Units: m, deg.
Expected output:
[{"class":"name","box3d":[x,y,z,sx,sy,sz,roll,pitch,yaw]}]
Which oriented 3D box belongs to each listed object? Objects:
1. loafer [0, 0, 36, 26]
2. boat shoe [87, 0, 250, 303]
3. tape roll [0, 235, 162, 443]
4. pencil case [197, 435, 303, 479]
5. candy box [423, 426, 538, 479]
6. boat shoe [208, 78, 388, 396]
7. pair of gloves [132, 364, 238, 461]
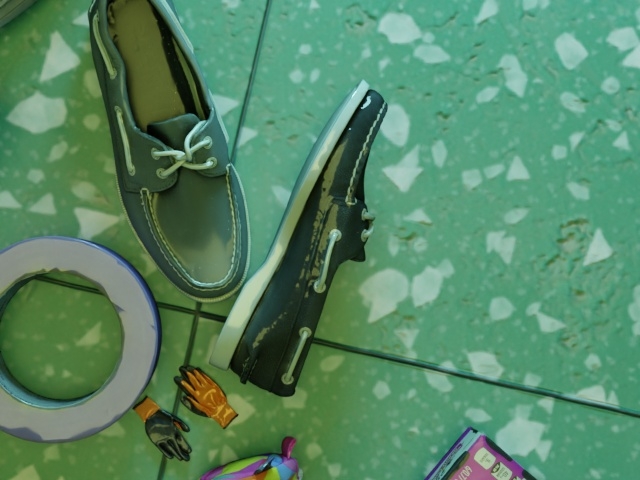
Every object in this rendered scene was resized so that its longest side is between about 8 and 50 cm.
[{"class":"loafer","box3d":[-0.255,-0.330,1.332,0.112,0.111,0.319,33,88,-2]},{"class":"boat shoe","box3d":[-0.144,-0.094,1.341,0.116,0.099,0.320,-16,90,-3]},{"class":"tape roll","box3d":[-0.243,0.090,1.344,0.188,0.080,0.189,0,90,-2]},{"class":"pencil case","box3d":[-0.038,0.310,1.345,0.104,0.104,0.236,-15,91,-3]},{"class":"candy box","box3d":[0.184,0.312,1.368,0.233,0.071,0.159,40,87,-2]},{"class":"boat shoe","box3d":[0.000,0.000,1.348,0.091,0.114,0.303,26,100,-2]},{"class":"pair of gloves","box3d":[-0.130,0.165,1.384,0.083,0.010,0.074,-40,92,-2]}]
